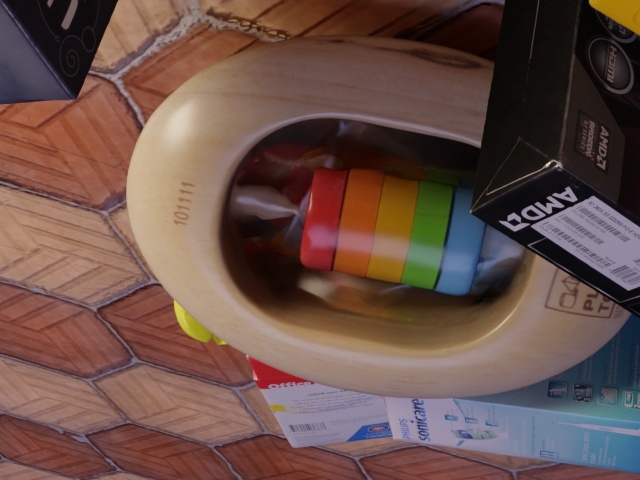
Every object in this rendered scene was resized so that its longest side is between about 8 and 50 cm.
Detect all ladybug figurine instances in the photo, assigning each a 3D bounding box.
[{"bbox_3d":[0.064,-0.024,0.964,0.449,0.162,0.305,14,108,-1],"label":"ladybug figurine"}]

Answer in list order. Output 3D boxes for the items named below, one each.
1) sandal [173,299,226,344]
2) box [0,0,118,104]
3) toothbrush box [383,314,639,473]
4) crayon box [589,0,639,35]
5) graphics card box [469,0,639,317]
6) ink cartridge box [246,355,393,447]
[{"bbox_3d":[-0.045,0.075,1.294,0.317,0.126,0.138,27,-176,-33],"label":"sandal"},{"bbox_3d":[-0.204,-0.234,0.692,0.143,0.270,0.165,-1,145,22],"label":"box"},{"bbox_3d":[0.224,0.096,1.100,0.295,0.216,0.126,5,148,13],"label":"toothbrush box"},{"bbox_3d":[0.311,-0.175,0.665,0.323,0.083,0.203,32,140,2],"label":"crayon box"},{"bbox_3d":[0.288,-0.043,0.839,0.371,0.233,0.094,30,146,-22],"label":"graphics card box"},{"bbox_3d":[0.009,0.133,1.163,0.134,0.078,0.231,-8,147,7],"label":"ink cartridge box"}]
